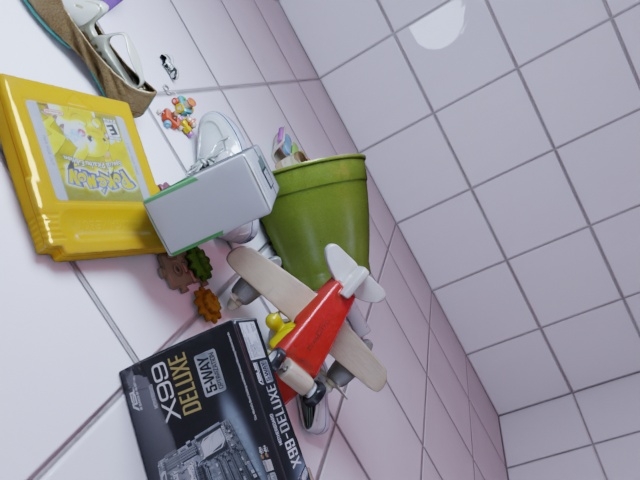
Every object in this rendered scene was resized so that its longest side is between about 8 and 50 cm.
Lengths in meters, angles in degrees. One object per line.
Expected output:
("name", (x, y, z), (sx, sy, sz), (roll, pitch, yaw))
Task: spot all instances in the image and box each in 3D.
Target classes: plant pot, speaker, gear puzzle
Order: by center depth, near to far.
("gear puzzle", (-0.293, 0.024, 1.145), (0.339, 0.044, 0.175), (65, 19, 3))
("plant pot", (-0.001, -0.038, 1.583), (0.366, 0.366, 0.353), (-15, 91, -70))
("speaker", (0.124, 0.272, 1.887), (0.136, 0.055, 0.055), (61, 20, -8))

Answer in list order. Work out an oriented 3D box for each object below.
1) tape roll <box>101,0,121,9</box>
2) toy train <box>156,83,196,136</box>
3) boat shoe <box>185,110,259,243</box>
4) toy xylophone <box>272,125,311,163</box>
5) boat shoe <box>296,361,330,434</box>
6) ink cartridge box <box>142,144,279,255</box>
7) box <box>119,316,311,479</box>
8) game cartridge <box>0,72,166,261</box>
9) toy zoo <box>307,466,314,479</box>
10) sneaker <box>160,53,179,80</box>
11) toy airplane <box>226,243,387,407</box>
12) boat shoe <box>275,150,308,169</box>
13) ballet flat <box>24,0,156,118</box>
("tape roll", (-0.571, -0.685, 1.251), (0.275, 0.090, 0.275), (51, 24, -33))
("toy train", (-0.371, -0.346, 1.403), (0.125, 0.046, 0.166), (43, 29, -47))
("boat shoe", (-0.270, -0.170, 1.346), (0.156, 0.136, 0.367), (7, 69, -64))
("toy xylophone", (-0.081, -0.253, 1.975), (0.322, 0.081, 0.236), (46, 27, -41))
("boat shoe", (-0.022, 0.372, 1.346), (0.076, 0.083, 0.226), (37, 34, -55))
("ink cartridge box", (-0.207, -0.094, 1.086), (0.289, 0.211, 0.121), (-98, 163, -76))
("box", (-0.166, 0.305, 0.830), (0.076, 0.242, 0.307), (11, 56, -66))
("game cartridge", (-0.416, -0.124, 0.963), (0.285, 0.053, 0.323), (-7, 71, -63))
("toy zoo", (-0.054, 0.605, 1.057), (0.192, 0.030, 0.293), (67, 20, 8))
("sneaker", (-0.422, -0.481, 1.475), (0.037, 0.032, 0.083), (-6, 65, -55))
("toy airplane", (-0.031, 0.196, 1.255), (0.384, 0.272, 0.386), (-4, 79, -32))
("boat shoe", (-0.041, -0.139, 1.851), (0.341, 0.110, 0.121), (63, 17, -13))
("ballet flat", (-0.471, -0.422, 1.124), (0.342, 0.124, 0.116), (56, 21, -21))
